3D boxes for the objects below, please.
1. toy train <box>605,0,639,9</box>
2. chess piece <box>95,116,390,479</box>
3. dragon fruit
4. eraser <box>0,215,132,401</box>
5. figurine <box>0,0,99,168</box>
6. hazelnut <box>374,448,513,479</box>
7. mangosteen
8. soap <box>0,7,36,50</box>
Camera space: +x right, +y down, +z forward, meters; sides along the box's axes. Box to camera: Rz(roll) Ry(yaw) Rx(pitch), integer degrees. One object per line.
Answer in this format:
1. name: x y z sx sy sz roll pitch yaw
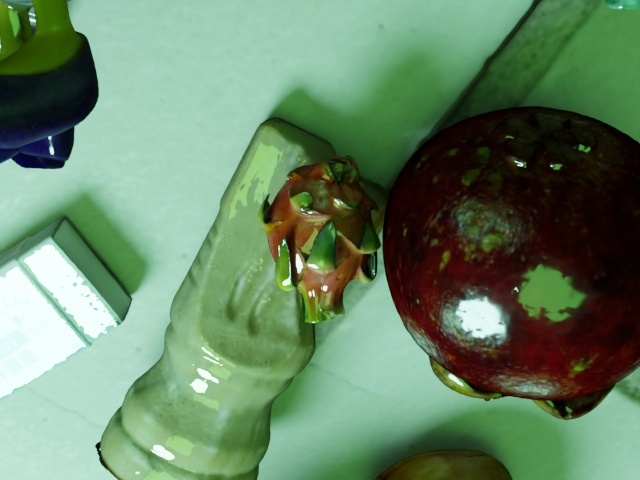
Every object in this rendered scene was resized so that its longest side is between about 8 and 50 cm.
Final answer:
1. toy train: 0.214 -0.235 0.560 0.299 0.238 0.167 -7 114 0
2. chess piece: -0.058 0.057 0.770 0.137 0.137 0.301 23 101 -11
3. dragon fruit: 0.002 0.001 0.689 0.086 0.081 0.116 -17 103 -34
4. eraser: -0.273 0.079 0.800 0.225 0.052 0.095 -32 110 13
5. figurine: -0.193 -0.242 0.542 0.193 0.154 0.421 -23 106 -31
6. hazelnut: 0.113 0.256 0.844 0.150 0.150 0.150 0 115 -1
7. mangosteen: 0.151 0.032 0.706 0.215 0.215 0.257 -6 129 2
8. soap: -0.269 -0.209 0.659 0.203 0.065 0.122 17 111 -9
